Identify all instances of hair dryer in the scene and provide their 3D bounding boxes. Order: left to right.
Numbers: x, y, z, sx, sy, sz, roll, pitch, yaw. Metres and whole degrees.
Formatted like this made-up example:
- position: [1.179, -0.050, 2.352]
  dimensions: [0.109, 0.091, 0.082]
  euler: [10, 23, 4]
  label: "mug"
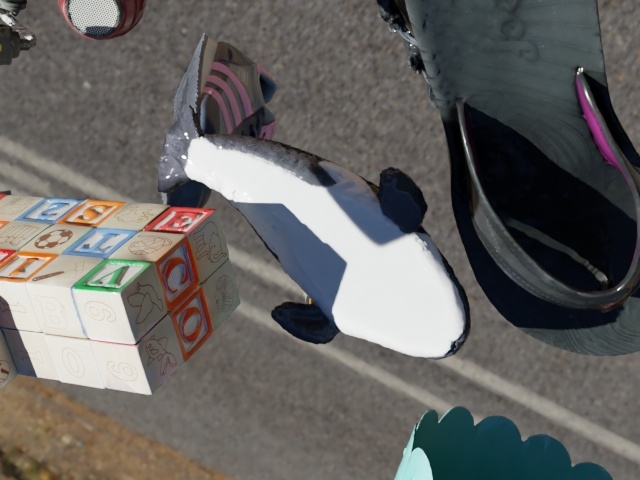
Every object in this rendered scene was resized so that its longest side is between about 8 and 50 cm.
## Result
- position: [-0.260, -0.251, 1.078]
  dimensions: [0.223, 0.293, 0.080]
  euler: [38, 126, 26]
  label: "hair dryer"

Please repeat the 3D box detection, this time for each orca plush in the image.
- position: [0.000, 0.000, 0.965]
  dimensions: [0.287, 0.151, 0.102]
  euler: [20, -176, 15]
  label: "orca plush"

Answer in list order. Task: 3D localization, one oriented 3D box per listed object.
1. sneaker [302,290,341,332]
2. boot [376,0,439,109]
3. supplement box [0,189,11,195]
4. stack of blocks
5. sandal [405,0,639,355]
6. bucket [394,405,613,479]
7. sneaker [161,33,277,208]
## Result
- position: [0.001, 0.051, 1.865]
  dimensions: [0.084, 0.083, 0.215]
  euler: [-18, 105, 16]
  label: "sneaker"
- position: [0.097, -0.366, 1.409]
  dimensions: [0.146, 0.367, 0.445]
  euler: [-26, 139, 16]
  label: "boot"
- position: [-0.443, -0.018, 1.542]
  dimensions: [0.083, 0.083, 0.056]
  euler: [-7, -173, 2]
  label: "supplement box"
- position: [-0.235, 0.043, 0.912]
  dimensions: [0.297, 0.171, 0.087]
  euler: [4, 121, 29]
  label: "stack of blocks"
- position: [0.168, -0.052, 0.892]
  dimensions: [0.167, 0.107, 0.446]
  euler: [-21, 125, 12]
  label: "sandal"
- position: [0.179, 0.310, 1.172]
  dimensions: [0.281, 0.183, 0.281]
  euler: [21, -165, -6]
  label: "bucket"
- position: [-0.114, -0.137, 1.462]
  dimensions: [0.131, 0.319, 0.112]
  euler: [22, 131, -16]
  label: "sneaker"
